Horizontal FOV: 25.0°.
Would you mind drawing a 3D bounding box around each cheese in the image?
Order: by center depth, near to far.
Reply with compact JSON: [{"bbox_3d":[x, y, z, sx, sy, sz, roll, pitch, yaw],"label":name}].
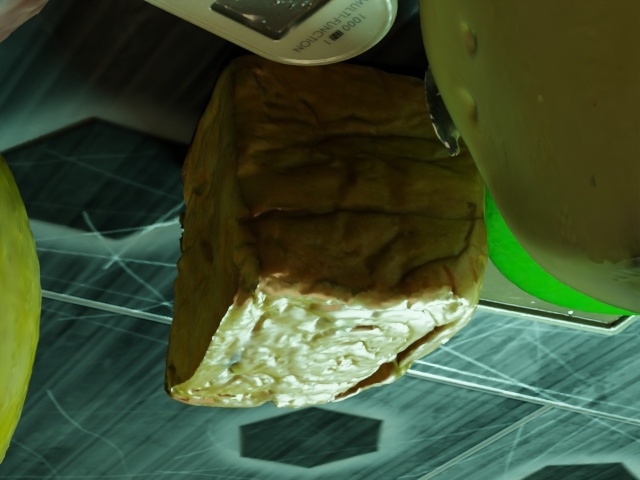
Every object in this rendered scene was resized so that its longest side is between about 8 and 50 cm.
[{"bbox_3d":[0.134,-0.079,0.546,0.128,0.259,0.316,-23,164,-23],"label":"cheese"}]

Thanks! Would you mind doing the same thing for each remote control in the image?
[{"bbox_3d":[-0.059,-0.135,0.607,0.221,0.042,0.078,20,141,-37],"label":"remote control"}]

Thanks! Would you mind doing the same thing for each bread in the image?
[{"bbox_3d":[0.000,0.000,0.749,0.149,0.143,0.158,3,153,-12],"label":"bread"}]

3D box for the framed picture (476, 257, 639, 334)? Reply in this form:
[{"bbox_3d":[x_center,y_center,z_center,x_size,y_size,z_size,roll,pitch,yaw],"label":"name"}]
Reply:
[{"bbox_3d":[0.142,0.007,0.898,0.203,0.015,0.150,11,147,-22],"label":"framed picture"}]

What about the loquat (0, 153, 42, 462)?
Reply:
[{"bbox_3d":[-0.274,0.054,0.615,0.328,0.359,0.328,-25,150,-16],"label":"loquat"}]

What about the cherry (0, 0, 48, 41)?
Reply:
[{"bbox_3d":[-0.184,-0.137,0.398,0.261,0.221,0.307,17,133,-19],"label":"cherry"}]

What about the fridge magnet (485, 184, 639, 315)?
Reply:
[{"bbox_3d":[0.185,-0.029,0.762,0.208,0.088,0.208,-4,145,-3],"label":"fridge magnet"}]
